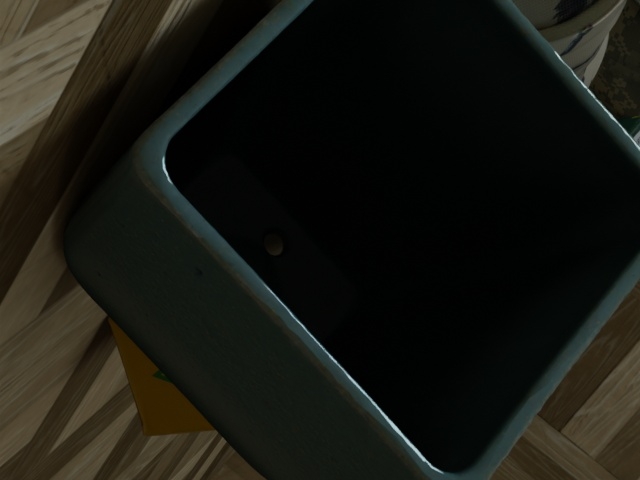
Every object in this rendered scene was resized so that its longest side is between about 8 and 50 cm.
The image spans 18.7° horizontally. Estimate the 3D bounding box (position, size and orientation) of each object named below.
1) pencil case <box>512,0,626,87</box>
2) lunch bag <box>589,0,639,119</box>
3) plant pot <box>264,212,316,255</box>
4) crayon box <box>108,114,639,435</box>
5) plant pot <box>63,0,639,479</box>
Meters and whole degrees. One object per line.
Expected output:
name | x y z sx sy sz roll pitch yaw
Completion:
pencil case | 0.134 -0.181 1.353 0.410 0.160 0.183 51 53 -84
lunch bag | 0.319 -0.232 1.799 0.235 0.287 0.169 -46 172 -35
plant pot | -0.030 -0.033 1.308 0.096 0.109 0.109 -35 169 -18
crayon box | 0.066 0.019 1.469 0.313 0.106 0.363 -7 -164 26
plant pot | 0.000 0.000 1.114 0.247 0.248 0.252 -48 -169 -30
